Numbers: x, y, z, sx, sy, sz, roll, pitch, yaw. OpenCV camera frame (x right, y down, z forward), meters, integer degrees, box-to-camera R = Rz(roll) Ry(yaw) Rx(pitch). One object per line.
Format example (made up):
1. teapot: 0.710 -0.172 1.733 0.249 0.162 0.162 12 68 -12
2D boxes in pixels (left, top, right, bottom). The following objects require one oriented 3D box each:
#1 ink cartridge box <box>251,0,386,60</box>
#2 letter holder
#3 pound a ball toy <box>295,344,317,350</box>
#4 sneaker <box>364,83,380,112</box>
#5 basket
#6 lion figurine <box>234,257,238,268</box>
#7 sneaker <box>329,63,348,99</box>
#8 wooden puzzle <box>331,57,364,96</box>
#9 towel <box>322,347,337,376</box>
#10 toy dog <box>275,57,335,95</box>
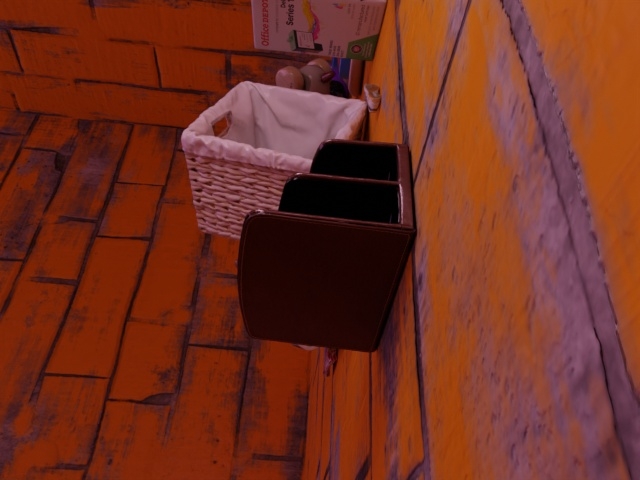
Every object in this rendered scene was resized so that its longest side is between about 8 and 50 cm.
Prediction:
1. ink cartridge box: -0.008 -0.505 1.296 0.201 0.277 0.117 101 174 -71
2. letter holder: -0.004 0.015 0.857 0.302 0.214 0.152 98 176 -51
3. pound a ball toy: -0.009 0.188 1.584 0.208 0.135 0.319 -54 2 -12
4. sneaker: 0.100 -0.282 1.191 0.083 0.031 0.037 -87 3 -52
5. basket: -0.095 -0.168 1.371 0.328 0.331 0.267 -61 -19 -51
6. lion figurine: -0.075 0.036 1.654 0.240 0.142 0.392 49 126 27
7. sneaker: 0.055 -0.474 2.024 0.146 0.102 0.294 123 147 -76
8. wooden puzzle: 0.083 -0.593 1.684 0.348 0.080 0.322 -90 6 -67
9. towel: 0.034 0.271 1.700 0.144 0.029 0.197 100 177 -59
10. toy dog: 0.011 -0.367 1.719 0.220 0.160 0.334 -52 -52 -24
